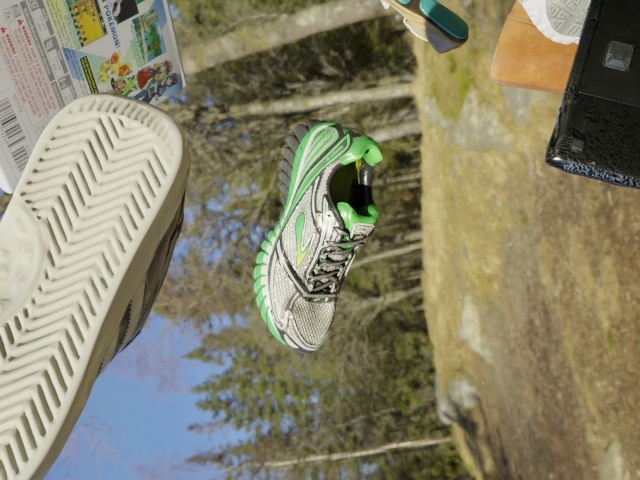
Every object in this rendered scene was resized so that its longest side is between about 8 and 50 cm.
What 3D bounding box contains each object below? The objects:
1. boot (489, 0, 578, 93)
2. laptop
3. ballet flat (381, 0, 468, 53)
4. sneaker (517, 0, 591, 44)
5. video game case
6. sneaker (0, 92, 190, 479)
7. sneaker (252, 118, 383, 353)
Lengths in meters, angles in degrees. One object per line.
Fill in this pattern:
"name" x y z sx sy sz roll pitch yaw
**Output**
"boot" 0.366 -0.265 0.828 0.096 0.280 0.264 12 -77 -54
"laptop" 0.321 -0.153 0.595 0.136 0.234 0.264 -5 -70 -84
"ballet flat" 0.147 -0.397 1.226 0.073 0.232 0.080 -26 28 58
"sneaker" 0.235 -0.293 0.756 0.090 0.232 0.115 -37 33 58
"video game case" -0.311 -0.260 0.873 0.036 0.300 0.329 30 145 30
"sneaker" -0.188 0.073 0.479 0.350 0.131 0.148 -60 -5 -26
"sneaker" 0.000 0.000 1.049 0.146 0.134 0.343 17 101 47
